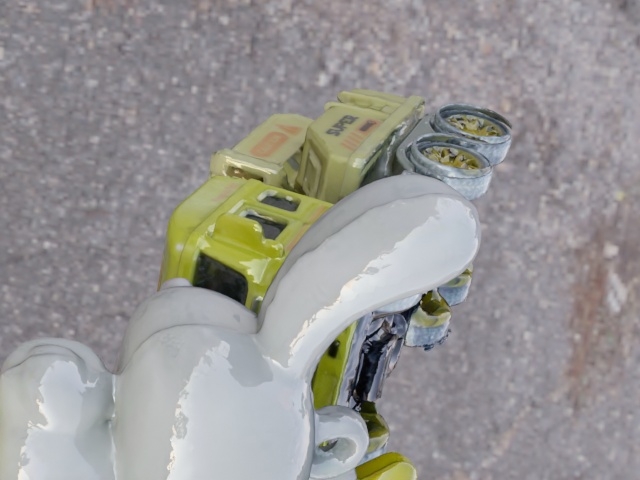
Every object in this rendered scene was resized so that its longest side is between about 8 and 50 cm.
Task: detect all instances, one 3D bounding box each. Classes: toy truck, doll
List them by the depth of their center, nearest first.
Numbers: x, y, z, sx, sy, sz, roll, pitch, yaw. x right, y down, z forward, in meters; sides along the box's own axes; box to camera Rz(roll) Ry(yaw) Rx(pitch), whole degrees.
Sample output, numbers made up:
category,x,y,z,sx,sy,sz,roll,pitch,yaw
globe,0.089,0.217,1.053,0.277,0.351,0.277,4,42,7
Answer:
category,x,y,z,sx,sy,sz,roll,pitch,yaw
doll,-0.067,0.088,0.521,0.111,0.237,0.252,-107,-160,-55
toy truck,0.000,0.000,0.717,0.272,0.157,0.124,-51,155,-58
